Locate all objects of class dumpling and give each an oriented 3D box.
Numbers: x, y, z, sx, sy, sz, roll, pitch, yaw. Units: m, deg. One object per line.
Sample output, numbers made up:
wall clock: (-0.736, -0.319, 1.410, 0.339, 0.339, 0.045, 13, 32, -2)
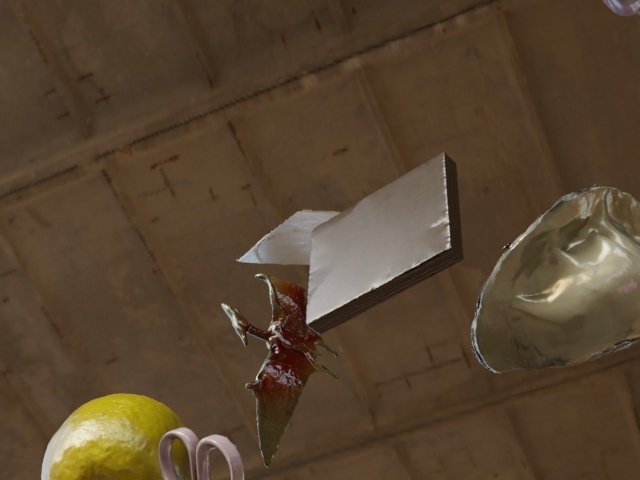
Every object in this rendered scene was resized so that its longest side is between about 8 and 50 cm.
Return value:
dumpling: (0.246, 0.035, 0.935, 0.247, 0.142, 0.172, -23, -69, -26)

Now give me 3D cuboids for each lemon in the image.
lemon: (-0.233, 0.264, 1.154, 0.170, 0.207, 0.170, 1, -87, 11)

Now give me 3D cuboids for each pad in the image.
pad: (0.000, 0.000, 1.260, 0.157, 0.004, 0.232, 3, -18, -24)

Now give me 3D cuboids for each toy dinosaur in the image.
toy dinosaur: (-0.068, 0.192, 1.583, 0.207, 0.327, 0.113, 2, -38, -37)

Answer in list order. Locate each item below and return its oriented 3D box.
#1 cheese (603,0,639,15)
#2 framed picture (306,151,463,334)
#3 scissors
cheese: (0.246, -0.256, 0.866, 0.042, 0.105, 0.191, -38, -38, 15)
framed picture: (0.058, 0.003, 0.926, 0.168, 0.128, 0.023, -31, -53, 30)
scissors: (-0.118, 0.320, 1.035, 0.118, 0.031, 0.242, 0, -84, 42)
